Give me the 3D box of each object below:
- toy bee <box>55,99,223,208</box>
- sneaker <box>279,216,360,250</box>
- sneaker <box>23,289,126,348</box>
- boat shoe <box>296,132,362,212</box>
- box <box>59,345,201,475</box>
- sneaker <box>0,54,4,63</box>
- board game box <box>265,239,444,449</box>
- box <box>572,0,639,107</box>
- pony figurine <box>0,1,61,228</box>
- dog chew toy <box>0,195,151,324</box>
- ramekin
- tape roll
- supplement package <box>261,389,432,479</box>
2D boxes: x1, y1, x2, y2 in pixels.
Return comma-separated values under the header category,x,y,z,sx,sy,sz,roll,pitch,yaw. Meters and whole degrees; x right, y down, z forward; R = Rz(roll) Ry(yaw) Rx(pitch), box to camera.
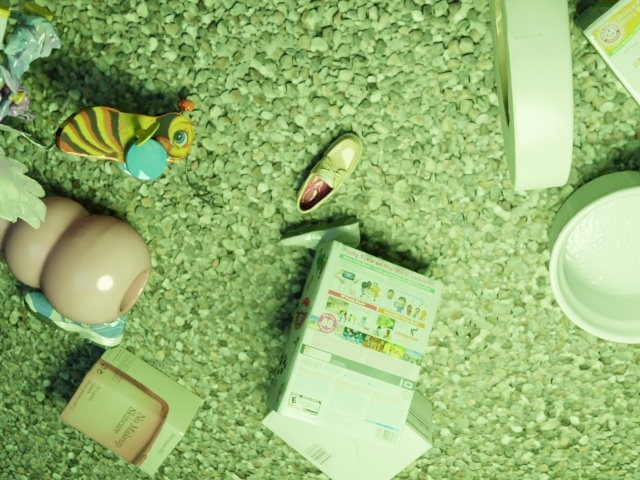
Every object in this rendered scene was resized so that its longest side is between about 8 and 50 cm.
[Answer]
category,x,y,z,sx,sy,sz,roll,pitch,yaw
toy bee,-0.295,-0.182,1.254,0.195,0.298,0.162,18,89,38
sneaker,0.000,0.000,1.324,0.152,0.054,0.061,-7,115,12
sneaker,-0.493,0.141,1.462,0.211,0.080,0.081,23,109,-12
boat shoe,0.015,-0.112,1.267,0.063,0.059,0.170,34,115,-6
box,-0.394,0.350,1.504,0.232,0.127,0.149,34,114,-6
sneaker,-0.689,-0.274,1.312,0.281,0.105,0.115,-16,144,12
board game box,0.062,0.180,1.258,0.223,0.097,0.304,22,79,-15
box,0.488,-0.281,1.083,0.103,0.114,0.203,-39,104,24
pony figurine,-0.566,-0.221,1.140,0.350,0.303,0.364,22,113,-31
dog chew toy,-0.484,0.012,1.338,0.331,0.206,0.207,31,115,4
ramekin,0.516,0.018,1.200,0.276,0.135,0.278,3,115,8
tape roll,0.277,-0.261,0.976,0.071,0.392,0.392,-6,113,12
supplement package,0.056,0.337,1.412,0.262,0.145,0.204,41,113,-9
